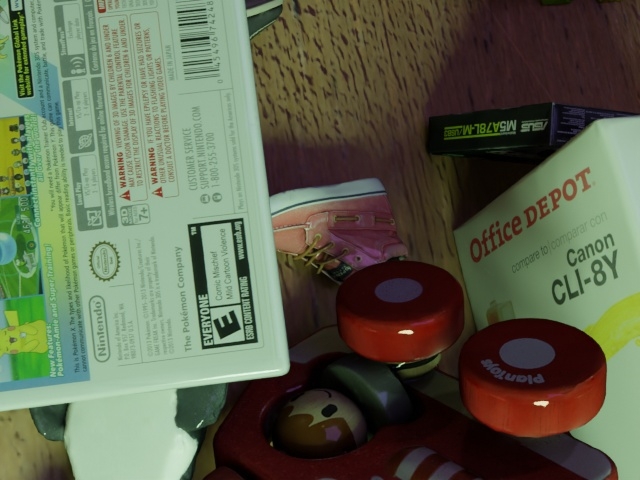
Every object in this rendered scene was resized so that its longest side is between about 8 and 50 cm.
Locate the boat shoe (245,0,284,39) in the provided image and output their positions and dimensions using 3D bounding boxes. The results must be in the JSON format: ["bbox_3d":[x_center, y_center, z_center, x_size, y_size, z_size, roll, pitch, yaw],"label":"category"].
[{"bbox_3d":[-0.109,-0.174,0.904,0.206,0.075,0.065,-34,133,-41],"label":"boat shoe"}]

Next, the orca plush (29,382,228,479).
[{"bbox_3d":[-0.140,0.087,0.775,0.151,0.102,0.287,-25,71,9],"label":"orca plush"}]

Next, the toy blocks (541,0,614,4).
[{"bbox_3d":[0.285,-0.438,1.180,0.381,0.191,0.261,-12,66,-34],"label":"toy blocks"}]

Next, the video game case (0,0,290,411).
[{"bbox_3d":[-0.188,-0.054,0.693,0.300,0.036,0.329,-7,85,-4],"label":"video game case"}]

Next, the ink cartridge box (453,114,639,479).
[{"bbox_3d":[0.274,0.117,0.861,0.160,0.279,0.385,-5,74,-20],"label":"ink cartridge box"}]

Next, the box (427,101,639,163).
[{"bbox_3d":[0.232,-0.099,0.986,0.190,0.184,0.045,2,93,-31],"label":"box"}]

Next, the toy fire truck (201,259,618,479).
[{"bbox_3d":[0.049,0.157,0.729,0.254,0.302,0.169,-27,125,-36],"label":"toy fire truck"}]

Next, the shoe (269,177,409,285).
[{"bbox_3d":[0.000,0.000,0.883,0.178,0.063,0.081,-14,74,-38],"label":"shoe"}]
